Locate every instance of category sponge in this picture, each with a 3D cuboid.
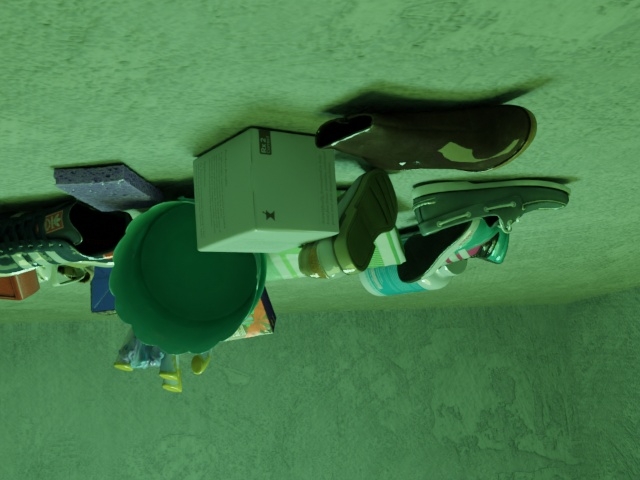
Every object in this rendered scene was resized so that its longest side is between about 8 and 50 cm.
[{"bbox_3d":[-0.354,-0.087,1.507,0.117,0.031,0.210,-4,170,7],"label":"sponge"}]

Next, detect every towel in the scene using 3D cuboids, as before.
[{"bbox_3d":[0.000,0.000,1.853,0.324,0.038,0.248,-8,148,11],"label":"towel"}]

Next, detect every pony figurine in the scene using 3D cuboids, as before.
[{"bbox_3d":[-0.348,0.130,2.022,0.302,0.364,0.351,-1,157,30],"label":"pony figurine"}]

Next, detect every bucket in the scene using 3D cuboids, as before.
[{"bbox_3d":[-0.232,0.054,1.625,0.281,0.281,0.183,-4,-171,4],"label":"bucket"}]

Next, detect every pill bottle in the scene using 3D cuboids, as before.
[{"bbox_3d":[0.223,0.052,2.139,0.146,0.146,0.264,5,169,-40],"label":"pill bottle"}]

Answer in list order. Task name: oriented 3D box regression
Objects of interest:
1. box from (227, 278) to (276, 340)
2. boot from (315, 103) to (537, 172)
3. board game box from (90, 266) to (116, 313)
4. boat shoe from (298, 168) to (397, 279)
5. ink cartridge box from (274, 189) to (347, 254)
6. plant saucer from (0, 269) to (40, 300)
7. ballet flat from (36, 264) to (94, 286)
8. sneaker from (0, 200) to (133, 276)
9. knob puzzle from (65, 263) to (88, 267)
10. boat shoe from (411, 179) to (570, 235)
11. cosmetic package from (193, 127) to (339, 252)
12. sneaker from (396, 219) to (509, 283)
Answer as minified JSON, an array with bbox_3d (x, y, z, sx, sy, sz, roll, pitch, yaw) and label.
[{"bbox_3d":[-0.226,0.078,1.814,0.200,0.293,0.057,-10,-149,11],"label":"box"},{"bbox_3d":[0.142,-0.141,1.212,0.206,0.090,0.248,3,171,-44],"label":"boot"},{"bbox_3d":[-0.425,0.123,2.336,0.232,0.141,0.291,-8,169,21],"label":"board game box"},{"bbox_3d":[0.047,-0.033,1.480,0.103,0.113,0.302,-16,-163,27],"label":"boat shoe"},{"bbox_3d":[0.005,-0.014,1.740,0.171,0.056,0.235,1,146,-11],"label":"ink cartridge box"},{"bbox_3d":[-0.709,0.049,1.778,0.259,0.048,0.258,6,149,-7],"label":"plant saucer"},{"bbox_3d":[-0.589,0.044,1.934,0.107,0.106,0.316,-8,169,22],"label":"ballet flat"},{"bbox_3d":[-0.507,-0.016,1.630,0.350,0.131,0.148,-5,163,-20],"label":"sneaker"},{"bbox_3d":[-0.493,-0.001,1.844,0.213,0.030,0.213,-7,151,-4],"label":"knob puzzle"},{"bbox_3d":[0.332,-0.058,1.716,0.319,0.099,0.116,-2,169,-12],"label":"boat shoe"},{"bbox_3d":[-0.086,-0.069,1.361,0.151,0.151,0.183,3,169,-35],"label":"cosmetic package"},{"bbox_3d":[0.308,0.011,1.943,0.178,0.124,0.295,8,149,-28],"label":"sneaker"}]
